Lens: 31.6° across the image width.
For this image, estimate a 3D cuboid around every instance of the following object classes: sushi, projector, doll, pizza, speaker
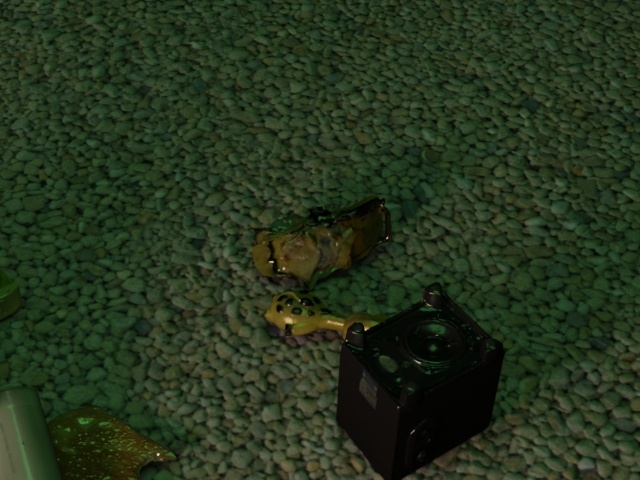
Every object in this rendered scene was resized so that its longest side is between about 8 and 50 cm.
[{"bbox_3d":[0.003,0.003,2.255,0.291,0.139,0.131,-19,30,-21],"label":"sushi"},{"bbox_3d":[-0.462,0.399,1.808,0.108,0.108,0.337,-15,58,-17],"label":"projector"},{"bbox_3d":[0.035,0.157,2.118,0.291,0.086,0.117,15,51,13],"label":"doll"},{"bbox_3d":[-0.373,0.364,1.927,0.262,0.034,0.181,7,46,8],"label":"pizza"},{"bbox_3d":[0.171,0.243,1.929,0.232,0.254,0.184,-25,51,-25],"label":"speaker"}]

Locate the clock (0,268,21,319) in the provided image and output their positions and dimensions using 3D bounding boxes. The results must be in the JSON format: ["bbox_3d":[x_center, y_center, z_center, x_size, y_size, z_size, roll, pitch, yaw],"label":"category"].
[{"bbox_3d":[-0.692,0.075,2.163,0.170,0.069,0.232,-26,53,-26],"label":"clock"}]
